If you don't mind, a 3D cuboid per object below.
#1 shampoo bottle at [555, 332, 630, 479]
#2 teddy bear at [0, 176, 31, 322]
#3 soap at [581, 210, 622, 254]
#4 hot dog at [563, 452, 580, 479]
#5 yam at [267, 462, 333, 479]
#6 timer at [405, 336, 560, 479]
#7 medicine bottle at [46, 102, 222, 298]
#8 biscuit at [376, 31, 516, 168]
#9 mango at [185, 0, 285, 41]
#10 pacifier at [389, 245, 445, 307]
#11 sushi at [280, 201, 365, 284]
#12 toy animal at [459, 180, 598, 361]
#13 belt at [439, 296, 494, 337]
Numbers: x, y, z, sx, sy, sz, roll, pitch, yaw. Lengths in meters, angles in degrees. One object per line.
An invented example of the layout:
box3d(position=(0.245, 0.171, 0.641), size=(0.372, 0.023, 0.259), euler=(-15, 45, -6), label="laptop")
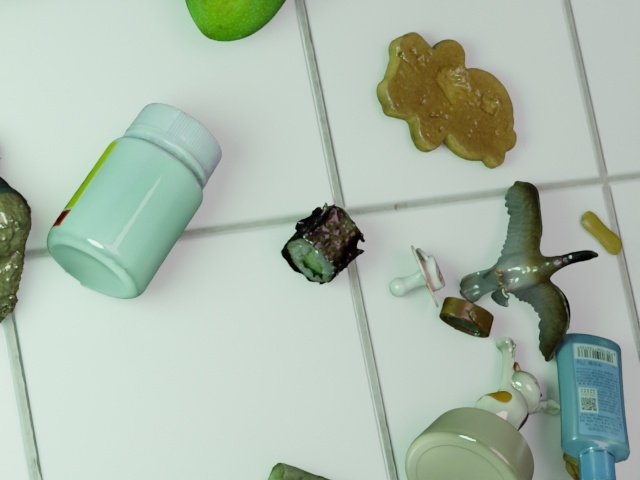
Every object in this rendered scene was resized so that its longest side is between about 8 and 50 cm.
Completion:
box3d(position=(0.398, 0.257, 1.974), size=(0.103, 0.061, 0.258), euler=(12, 50, -9), label="shampoo bottle")
box3d(position=(-0.403, -0.019, 1.594), size=(0.182, 0.129, 0.251), euler=(6, 69, -66), label="teddy bear")
box3d(position=(0.446, -0.012, 2.140), size=(0.089, 0.012, 0.034), euler=(42, 63, -16), label="soap")
box3d(position=(0.393, 0.325, 2.012), size=(0.078, 0.061, 0.169), euler=(61, 31, -42), label="hot dog")
box3d(position=(0.006, 0.348, 1.788), size=(0.169, 0.068, 0.068), euler=(23, 70, -20), label="yam")
box3d(position=(0.250, 0.263, 1.917), size=(0.175, 0.175, 0.266), euler=(53, 42, -10), label="timer")
box3d(position=(-0.229, -0.049, 1.691), size=(0.139, 0.139, 0.225), euler=(39, 64, -17), label="medicine bottle")
box3d(position=(0.195, -0.207, 2.024), size=(0.248, 0.035, 0.184), euler=(23, 70, -24), label="biscuit")
box3d(position=(-0.121, -0.457, 1.807), size=(0.225, 0.201, 0.382), euler=(3, 88, -51), label="mango")
box3d(position=(0.134, 0.055, 1.928), size=(0.078, 0.081, 0.099), euler=(-25, 117, 1), label="pacifier")
box3d(position=(0.001, 0.001, 1.838), size=(0.084, 0.094, 0.098), euler=(-44, 102, -31), label="sushi")
box3d(position=(0.310, 0.054, 1.957), size=(0.160, 0.197, 0.273), euler=(-18, 94, -28), label="toy animal")
box3d(position=(0.214, 0.110, 1.956), size=(0.083, 0.059, 0.036), euler=(27, 68, -21), label="belt")
